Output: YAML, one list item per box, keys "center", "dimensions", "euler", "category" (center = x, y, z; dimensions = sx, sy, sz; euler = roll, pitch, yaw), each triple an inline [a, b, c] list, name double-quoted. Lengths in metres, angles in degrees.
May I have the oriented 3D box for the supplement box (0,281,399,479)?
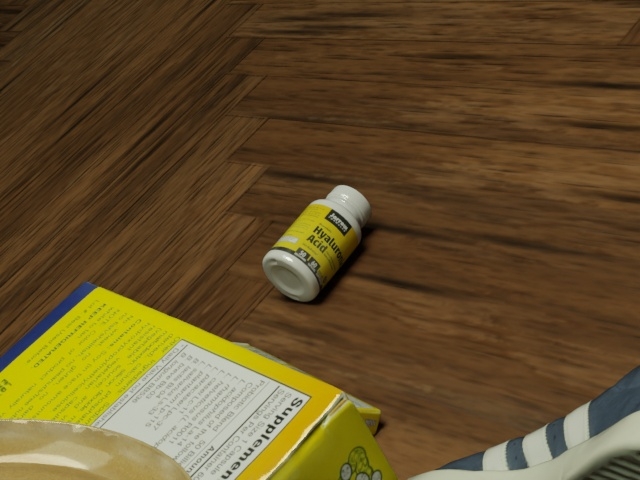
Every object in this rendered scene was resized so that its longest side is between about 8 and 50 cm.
- center: [-0.112, 0.196, 0.966]
  dimensions: [0.194, 0.195, 0.357]
  euler: [-44, 34, -22]
  category: "supplement box"

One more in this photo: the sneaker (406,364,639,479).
- center: [0.168, 0.146, 0.740]
  dimensions: [0.148, 0.131, 0.350]
  euler: [-33, -1, -32]
  category: "sneaker"

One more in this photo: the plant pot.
- center: [-0.190, 0.166, 0.758]
  dimensions: [0.236, 0.032, 0.236]
  euler: [3, 15, -1]
  category: "plant pot"

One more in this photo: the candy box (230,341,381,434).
- center: [-0.051, 0.124, 1.117]
  dimensions: [0.206, 0.105, 0.027]
  euler: [20, 101, 51]
  category: "candy box"

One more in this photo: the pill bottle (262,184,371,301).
- center: [0.000, 0.000, 1.274]
  dimensions: [0.065, 0.065, 0.116]
  euler: [6, 47, 43]
  category: "pill bottle"
